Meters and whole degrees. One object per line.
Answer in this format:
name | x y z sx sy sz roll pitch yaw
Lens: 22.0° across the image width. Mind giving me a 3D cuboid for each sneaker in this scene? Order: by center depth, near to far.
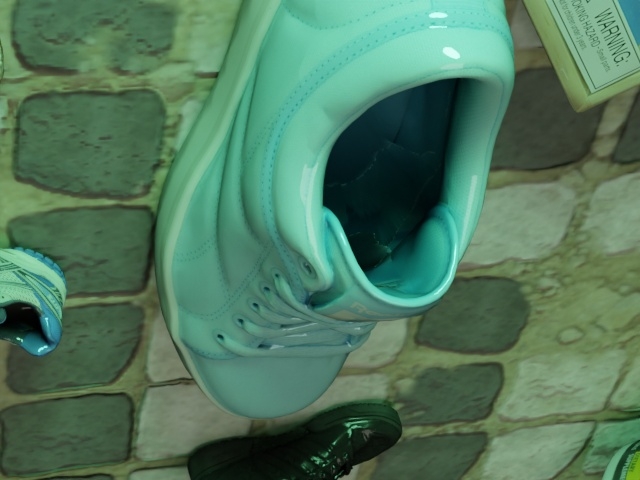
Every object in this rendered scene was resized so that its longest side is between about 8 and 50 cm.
sneaker | 0.000 0.000 0.813 0.135 0.150 0.366 -3 138 -16
sneaker | -0.184 0.023 0.844 0.135 0.058 0.052 22 127 -37
sneaker | -0.022 0.165 1.044 0.170 0.089 0.051 -14 141 -4

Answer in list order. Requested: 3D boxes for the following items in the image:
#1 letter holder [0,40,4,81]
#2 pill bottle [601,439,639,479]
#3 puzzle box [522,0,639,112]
letter holder | -0.280 -0.016 0.641 0.301 0.214 0.152 -1 138 -19
pill bottle | 0.300 0.176 1.096 0.119 0.119 0.208 22 152 -38
puzzle box | 0.165 -0.242 0.669 0.272 0.052 0.409 -26 140 9
